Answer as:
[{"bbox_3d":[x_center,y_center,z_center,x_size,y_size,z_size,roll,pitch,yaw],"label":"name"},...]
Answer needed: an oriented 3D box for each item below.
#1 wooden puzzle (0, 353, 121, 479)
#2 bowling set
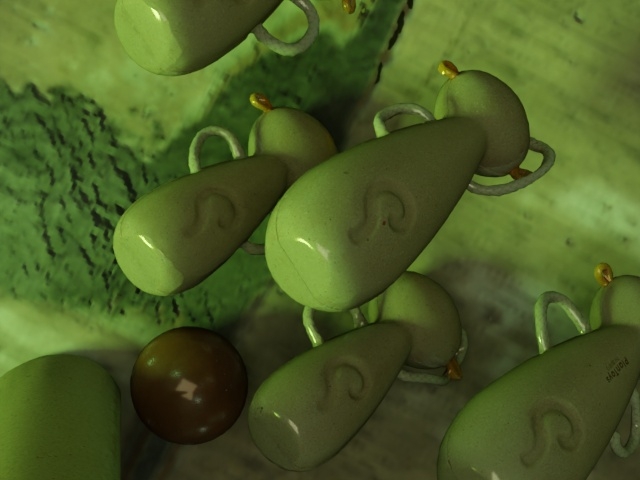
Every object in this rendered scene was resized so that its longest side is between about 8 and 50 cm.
[{"bbox_3d":[-0.215,0.193,0.607,0.348,0.322,0.080,-35,102,0],"label":"wooden puzzle"},{"bbox_3d":[0.000,0.000,0.709,0.154,0.200,0.287,-37,96,-41],"label":"bowling set"}]
